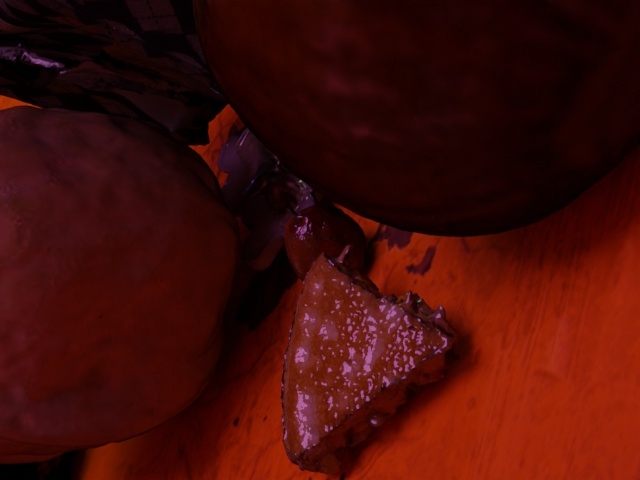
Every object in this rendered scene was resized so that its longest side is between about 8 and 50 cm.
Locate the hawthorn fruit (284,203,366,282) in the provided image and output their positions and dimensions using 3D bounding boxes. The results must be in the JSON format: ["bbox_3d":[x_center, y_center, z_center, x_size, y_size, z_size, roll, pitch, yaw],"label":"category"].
[{"bbox_3d":[0.004,0.003,1.534,0.077,0.077,0.077,-42,32,34],"label":"hawthorn fruit"}]

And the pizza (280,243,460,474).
[{"bbox_3d":[0.048,0.091,1.391,0.199,0.062,0.188,-8,70,51],"label":"pizza"}]

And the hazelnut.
[{"bbox_3d":[0.099,-0.207,1.288,0.421,0.353,0.421,-2,87,27],"label":"hazelnut"}]

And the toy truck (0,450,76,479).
[{"bbox_3d":[-0.397,0.302,1.846,0.254,0.180,0.405,-25,43,48],"label":"toy truck"}]

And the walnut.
[{"bbox_3d":[-0.255,0.042,1.642,0.381,0.381,0.381,-42,32,34],"label":"walnut"}]

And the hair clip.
[{"bbox_3d":[-0.050,-0.064,1.709,0.146,0.075,0.257,-61,18,15],"label":"hair clip"}]

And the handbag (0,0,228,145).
[{"bbox_3d":[-0.183,-0.199,1.692,0.416,0.317,0.180,-10,57,66],"label":"handbag"}]
